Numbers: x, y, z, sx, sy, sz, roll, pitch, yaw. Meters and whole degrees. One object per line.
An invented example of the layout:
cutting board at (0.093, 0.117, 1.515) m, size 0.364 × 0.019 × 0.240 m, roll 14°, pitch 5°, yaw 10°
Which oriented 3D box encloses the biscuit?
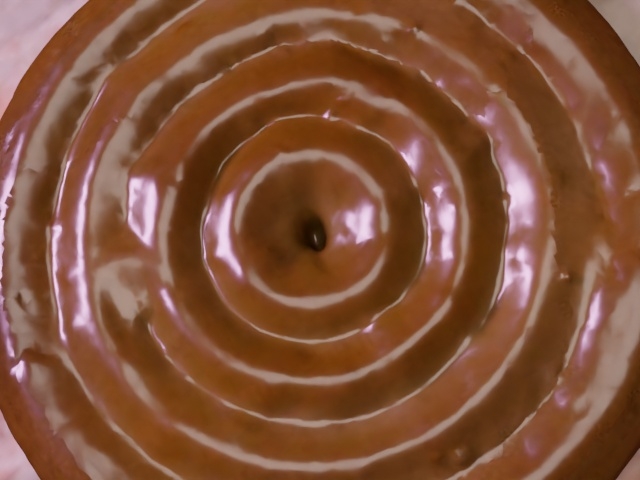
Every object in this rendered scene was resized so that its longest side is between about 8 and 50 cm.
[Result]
biscuit at (0.000, 0.000, 0.503) m, size 0.261 × 0.037 × 0.262 m, roll -2°, pitch 76°, yaw 7°
